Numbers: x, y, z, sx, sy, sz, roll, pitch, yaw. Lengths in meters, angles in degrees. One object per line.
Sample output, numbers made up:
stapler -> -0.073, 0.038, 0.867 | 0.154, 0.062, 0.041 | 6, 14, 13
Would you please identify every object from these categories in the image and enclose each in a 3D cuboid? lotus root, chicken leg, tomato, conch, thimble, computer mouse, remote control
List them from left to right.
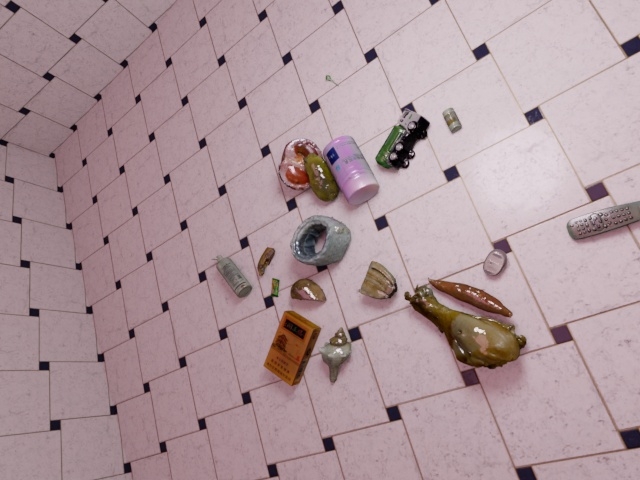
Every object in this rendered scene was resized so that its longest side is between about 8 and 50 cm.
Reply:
tomato -> -0.087, -0.340, 1.882 | 0.199, 0.112, 0.228 | 22, 95, -11
thimble -> 0.000, 0.000, 1.758 | 0.250, 0.171, 0.205 | -28, 68, 27
conch -> 0.047, 0.458, 1.711 | 0.234, 0.114, 0.137 | -56, 47, 20
lotus root -> 0.239, 0.175, 1.650 | 0.144, 0.070, 0.143 | 32, 95, 35
chicken leg -> 0.477, 0.291, 1.455 | 0.429, 0.152, 0.202 | 35, 99, 38
computer mouse -> 0.609, 0.077, 1.451 | 0.066, 0.039, 0.096 | 31, 108, 31
remote control -> 0.890, -0.063, 1.293 | 0.221, 0.042, 0.072 | -21, 73, 29

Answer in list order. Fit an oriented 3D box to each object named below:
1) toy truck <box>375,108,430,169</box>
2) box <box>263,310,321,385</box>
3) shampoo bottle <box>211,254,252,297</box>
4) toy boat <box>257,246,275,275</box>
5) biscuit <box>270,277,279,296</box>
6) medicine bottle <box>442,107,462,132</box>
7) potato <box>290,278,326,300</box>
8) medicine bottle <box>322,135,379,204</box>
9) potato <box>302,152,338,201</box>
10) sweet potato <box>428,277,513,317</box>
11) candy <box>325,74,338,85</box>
toy truck -> 0.320, -0.393, 1.655 | 0.125, 0.101, 0.243 | 45, 110, 40
box -> -0.126, 0.469, 1.833 | 0.174, 0.076, 0.274 | 25, 97, 30
shampoo bottle -> -0.441, 0.165, 2.061 | 0.262, 0.085, 0.085 | 46, 108, 28
toy boat -> -0.261, 0.100, 1.978 | 0.048, 0.047, 0.149 | 31, 100, 30
biscuit -> -0.212, 0.221, 1.952 | 0.046, 0.016, 0.089 | 3, 86, 32
medicine bottle -> 0.499, -0.457, 1.581 | 0.047, 0.047, 0.083 | -28, 71, 26
potato -> -0.065, 0.217, 1.819 | 0.171, 0.089, 0.101 | 2, 83, 33
medicine bottle -> 0.126, -0.291, 1.728 | 0.152, 0.152, 0.254 | -36, 67, 23
potato -> 0.002, -0.274, 1.808 | 0.117, 0.090, 0.226 | -27, 95, -1
sweet potato -> 0.527, 0.189, 1.473 | 0.314, 0.066, 0.072 | 26, 91, 34
candy -> 0.054, -0.730, 1.905 | 0.083, 0.023, 0.025 | 46, 150, 21
